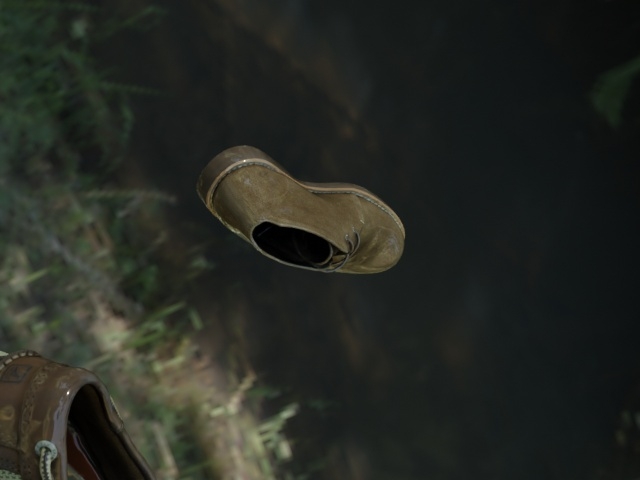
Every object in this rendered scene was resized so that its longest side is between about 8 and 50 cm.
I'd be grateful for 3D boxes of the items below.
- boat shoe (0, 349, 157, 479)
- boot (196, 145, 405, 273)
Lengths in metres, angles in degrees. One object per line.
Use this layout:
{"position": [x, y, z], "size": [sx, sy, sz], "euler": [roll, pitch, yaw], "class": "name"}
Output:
{"position": [-0.083, 0.160, 0.812], "size": [0.257, 0.095, 0.095], "euler": [65, 35, -27], "class": "boat shoe"}
{"position": [0.000, 0.000, 2.006], "size": [0.305, 0.112, 0.115], "euler": [20, 26, -50], "class": "boot"}
